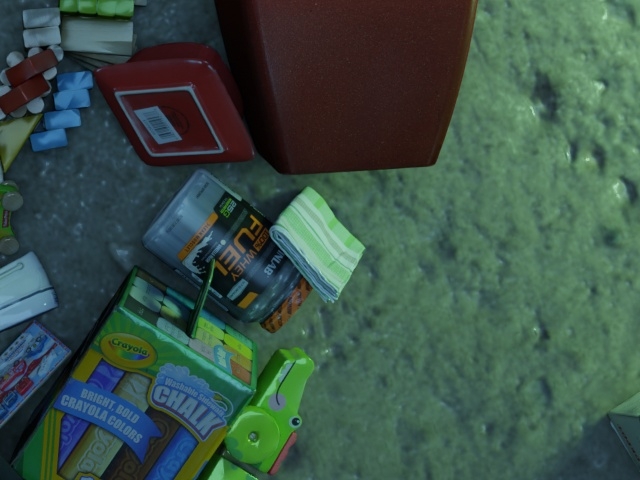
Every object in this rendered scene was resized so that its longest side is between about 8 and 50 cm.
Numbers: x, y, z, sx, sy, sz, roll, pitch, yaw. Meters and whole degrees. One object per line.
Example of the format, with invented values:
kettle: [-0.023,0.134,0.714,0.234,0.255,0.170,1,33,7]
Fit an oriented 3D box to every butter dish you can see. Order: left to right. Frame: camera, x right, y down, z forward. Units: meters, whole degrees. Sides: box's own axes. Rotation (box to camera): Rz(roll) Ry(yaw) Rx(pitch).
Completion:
butter dish: [-0.154,-0.174,1.791,0.160,0.160,0.118,-2,47,26]

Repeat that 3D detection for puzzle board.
puzzle board: [-0.350,0.153,1.770,0.128,0.096,0.011,-47,131,-11]

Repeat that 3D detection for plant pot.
plant pot: [0.022,-0.205,1.773,0.267,0.267,0.235,-3,102,-11]

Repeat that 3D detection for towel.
towel: [0.000,0.000,1.814,0.023,0.152,0.113,-36,98,26]

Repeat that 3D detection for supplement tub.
supplement tub: [-0.102,0.015,1.805,0.190,0.117,0.117,38,83,-8]

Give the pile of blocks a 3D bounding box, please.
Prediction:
pile of blocks: [-0.294,-0.202,1.768,0.149,0.112,0.362,27,88,-11]

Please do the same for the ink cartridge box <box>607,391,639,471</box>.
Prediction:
ink cartridge box: [0.447,0.252,1.857,0.086,0.203,0.148,-32,95,-11]

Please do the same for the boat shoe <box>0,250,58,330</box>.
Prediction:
boat shoe: [-0.430,0.086,1.765,0.258,0.095,0.084,-21,89,-20]

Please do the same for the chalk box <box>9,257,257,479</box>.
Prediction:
chalk box: [-0.182,0.156,1.720,0.179,0.180,0.289,34,102,-8]

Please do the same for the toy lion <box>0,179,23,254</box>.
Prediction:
toy lion: [-0.391,-0.019,1.770,0.096,0.034,0.100,-3,127,-23]

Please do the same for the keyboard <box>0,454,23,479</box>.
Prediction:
keyboard: [-0.358,0.347,1.624,0.201,0.033,0.317,-47,121,-23]

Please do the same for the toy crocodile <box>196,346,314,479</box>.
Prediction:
toy crocodile: [-0.103,0.276,1.803,0.105,0.115,0.340,33,86,-15]
